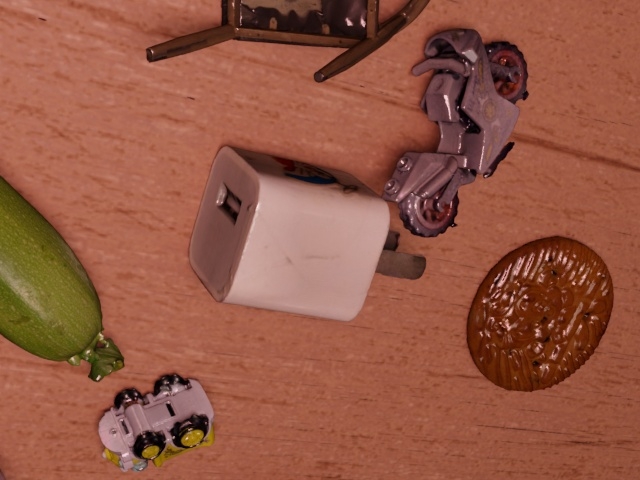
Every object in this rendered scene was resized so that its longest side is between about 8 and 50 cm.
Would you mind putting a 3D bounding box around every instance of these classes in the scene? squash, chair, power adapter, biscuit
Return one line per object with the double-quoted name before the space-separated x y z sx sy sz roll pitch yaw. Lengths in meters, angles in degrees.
"squash" -0.286 -0.008 0.911 0.101 0.101 0.378 -38 122 -6
"chair" -0.014 -0.240 0.910 0.272 0.166 0.188 -36 132 -59
"power adapter" 0.000 0.000 1.022 0.205 0.130 0.125 10 106 -28
"biscuit" 0.249 0.085 1.227 0.188 0.027 0.187 -8 113 -20

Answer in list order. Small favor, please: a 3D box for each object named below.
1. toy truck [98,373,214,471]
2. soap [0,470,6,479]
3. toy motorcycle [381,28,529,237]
"toy truck" -0.159 0.187 1.067 0.111 0.076 0.077 -19 137 -15
"soap" -0.422 0.344 0.978 0.296 0.107 0.285 -10 114 -28
"toy motorcycle" 0.125 -0.112 1.047 0.122 0.080 0.215 38 75 -32
